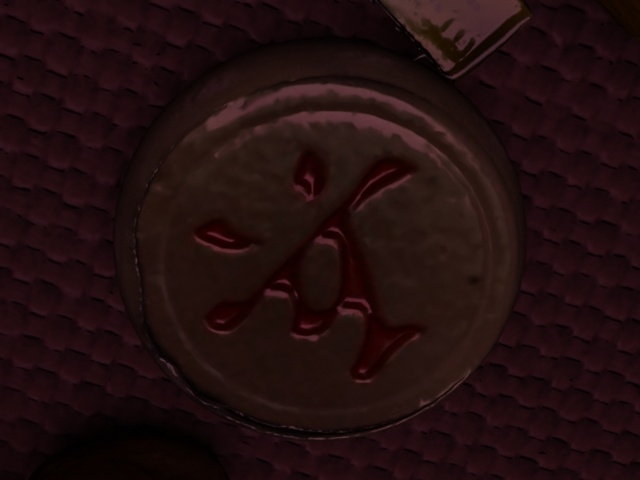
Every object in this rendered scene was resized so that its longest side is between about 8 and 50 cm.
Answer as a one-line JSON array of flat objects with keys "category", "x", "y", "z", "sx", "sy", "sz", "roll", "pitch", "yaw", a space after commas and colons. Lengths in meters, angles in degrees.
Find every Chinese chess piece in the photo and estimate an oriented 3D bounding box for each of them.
[{"category": "Chinese chess piece", "x": 0.000, "y": 0.000, "z": 0.796, "sx": 0.250, "sy": 0.103, "sz": 0.249, "roll": -1, "pitch": 110, "yaw": -3}]

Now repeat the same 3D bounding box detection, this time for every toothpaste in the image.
[{"category": "toothpaste", "x": -0.009, "y": -0.226, "z": 0.729, "sx": 0.071, "sy": 0.089, "sz": 0.313, "roll": -41, "pitch": 107, "yaw": 16}]

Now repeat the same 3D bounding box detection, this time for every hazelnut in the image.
[{"category": "hazelnut", "x": -0.124, "y": 0.200, "z": 0.825, "sx": 0.150, "sy": 0.150, "sz": 0.150, "roll": -1, "pitch": 108, "yaw": -4}]

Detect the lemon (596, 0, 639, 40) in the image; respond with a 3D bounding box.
[{"category": "lemon", "x": 0.238, "y": -0.215, "z": 0.655, "sx": 0.293, "sy": 0.293, "sz": 0.293, "roll": -1, "pitch": 108, "yaw": -4}]
